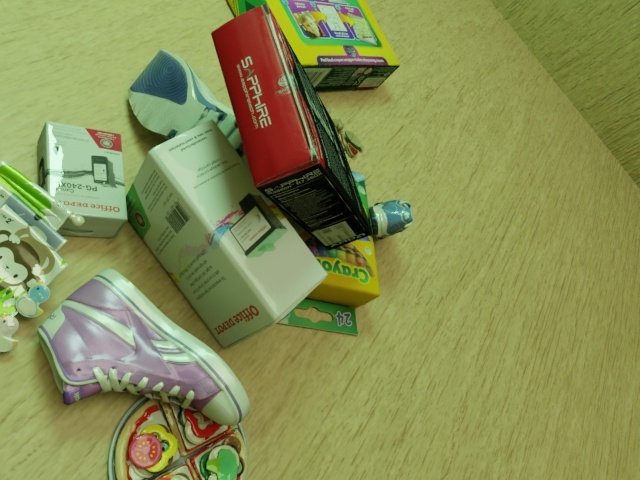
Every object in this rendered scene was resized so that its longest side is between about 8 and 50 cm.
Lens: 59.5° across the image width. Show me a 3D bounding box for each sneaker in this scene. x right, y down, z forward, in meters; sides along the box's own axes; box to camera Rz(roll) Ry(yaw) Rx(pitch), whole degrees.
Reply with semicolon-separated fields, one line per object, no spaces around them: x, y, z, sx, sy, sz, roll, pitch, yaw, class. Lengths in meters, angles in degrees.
0.150;-0.044;1.146;0.211;0.081;0.080;-42;121;-78;sneaker
-0.182;-0.177;0.974;0.315;0.127;0.182;42;0;20;sneaker
-0.237;0.180;0.727;0.282;0.102;0.161;37;48;5;sneaker

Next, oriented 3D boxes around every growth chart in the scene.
-0.408;0.025;0.692;0.172;0.021;0.237;34;67;-15;growth chart

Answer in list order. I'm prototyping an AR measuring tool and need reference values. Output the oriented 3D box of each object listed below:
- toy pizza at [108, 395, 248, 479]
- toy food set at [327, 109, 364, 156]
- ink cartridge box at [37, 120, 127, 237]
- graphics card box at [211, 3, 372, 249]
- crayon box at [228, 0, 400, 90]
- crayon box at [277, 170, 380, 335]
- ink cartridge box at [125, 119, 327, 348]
-0.181;0.293;0.756;0.201;0.032;0.201;20;54;-30;toy pizza
0.045;-0.232;1.265;0.122;0.019;0.078;47;45;-19;toy food set
-0.348;-0.086;0.818;0.109;0.063;0.150;5;62;-38;ink cartridge box
-0.025;-0.139;0.842;0.371;0.094;0.233;37;33;-70;graphics card box
-0.018;-0.509;1.313;0.363;0.106;0.313;-18;76;-45;crayon box
0.000;0.000;1.044;0.203;0.083;0.323;14;58;-33;crayon box
-0.149;0.001;0.825;0.117;0.201;0.278;-37;91;-36;ink cartridge box
